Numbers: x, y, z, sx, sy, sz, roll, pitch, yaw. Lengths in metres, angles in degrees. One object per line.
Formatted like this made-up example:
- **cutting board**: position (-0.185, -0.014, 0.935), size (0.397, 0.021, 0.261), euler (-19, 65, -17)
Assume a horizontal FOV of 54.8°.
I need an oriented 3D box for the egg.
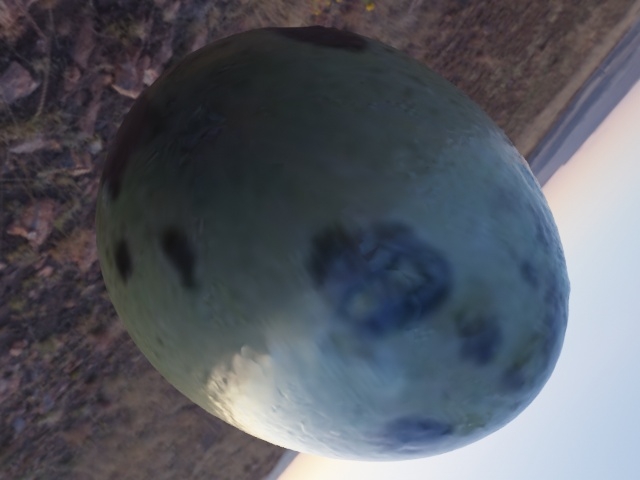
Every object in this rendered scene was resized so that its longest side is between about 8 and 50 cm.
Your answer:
- **egg**: position (0.000, 0.000, 0.534), size (0.345, 0.428, 0.345), euler (-22, 128, -32)
